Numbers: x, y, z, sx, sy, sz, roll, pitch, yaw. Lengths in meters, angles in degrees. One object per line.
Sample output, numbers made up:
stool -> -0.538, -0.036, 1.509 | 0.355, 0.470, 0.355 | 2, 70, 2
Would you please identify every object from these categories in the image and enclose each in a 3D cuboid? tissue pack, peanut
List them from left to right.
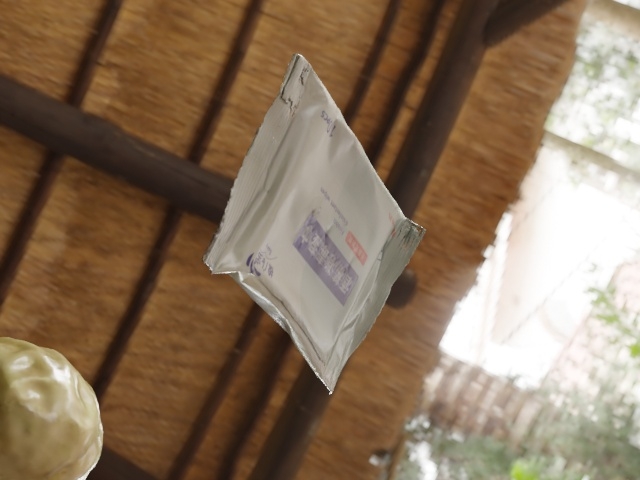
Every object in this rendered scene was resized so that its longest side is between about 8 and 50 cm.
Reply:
peanut -> -0.175, 0.091, 0.528 | 0.083, 0.194, 0.093 | 11, -109, -55
tissue pack -> 0.000, 0.000, 0.674 | 0.122, 0.026, 0.193 | -65, -32, -18
